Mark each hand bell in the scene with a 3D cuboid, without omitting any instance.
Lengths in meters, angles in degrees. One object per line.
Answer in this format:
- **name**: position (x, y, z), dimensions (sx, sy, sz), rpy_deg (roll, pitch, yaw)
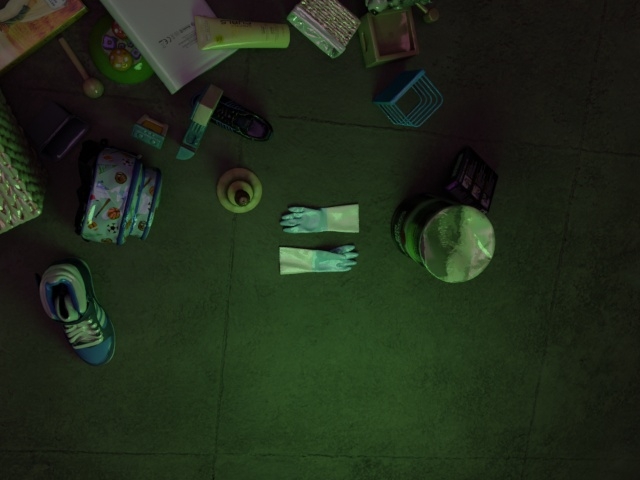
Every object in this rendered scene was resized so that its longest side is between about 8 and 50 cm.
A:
- **hand bell**: position (-0.205, -0.115, 1.590), dimensions (0.126, 0.242, 0.126), rpy_deg (-2, 102, -9)

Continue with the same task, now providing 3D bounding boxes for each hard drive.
- **hard drive**: position (-0.390, -0.565, 1.518), dimensions (0.233, 0.047, 0.353), rpy_deg (-46, 107, -33)

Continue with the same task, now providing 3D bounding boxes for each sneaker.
- **sneaker**: position (-0.630, 0.208, 1.585), dimensions (0.130, 0.236, 0.323), rpy_deg (-13, 102, -6)
- **sneaker**: position (-0.230, -0.327, 1.622), dimensions (0.232, 0.090, 0.081), rpy_deg (21, 97, -13)

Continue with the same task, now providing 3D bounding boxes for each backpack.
- **backpack**: position (-0.507, -0.103, 1.533), dimensions (0.213, 0.263, 0.277), rpy_deg (8, 98, -11)

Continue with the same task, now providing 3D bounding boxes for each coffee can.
- **coffee can**: position (0.324, -0.016, 1.676), dimensions (0.201, 0.275, 0.202), rpy_deg (-2, 101, -9)

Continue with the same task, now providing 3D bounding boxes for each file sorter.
- **file sorter**: position (0.234, -0.375, 1.649), dimensions (0.118, 0.170, 0.104), rpy_deg (-45, 106, 1)

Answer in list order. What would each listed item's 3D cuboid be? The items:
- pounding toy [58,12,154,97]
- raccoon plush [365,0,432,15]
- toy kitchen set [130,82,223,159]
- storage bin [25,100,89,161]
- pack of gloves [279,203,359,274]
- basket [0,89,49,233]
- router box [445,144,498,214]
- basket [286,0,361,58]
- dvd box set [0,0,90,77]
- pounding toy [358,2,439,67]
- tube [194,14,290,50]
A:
- **pounding toy**: position (-0.516, -0.474, 1.539), dimensions (0.236, 0.110, 0.183), rpy_deg (-26, 103, -4)
- **raccoon plush**: position (0.170, -0.770, 1.459), dimensions (0.299, 0.216, 0.447), rpy_deg (23, 116, 17)
- **toy kitchen set**: position (-0.368, -0.306, 1.547), dimensions (0.166, 0.122, 0.207), rpy_deg (25, 124, -12)
- **storage bin**: position (-0.671, -0.281, 1.568), dimensions (0.091, 0.098, 0.135), rpy_deg (44, 92, 14)
- **pack of gloves**: position (0.000, 0.000, 1.746), dimensions (0.232, 0.046, 0.195), rpy_deg (-3, 102, -9)
- **basket**: position (-0.824, -0.179, 1.415), dimensions (0.266, 0.331, 0.328), rpy_deg (-25, 118, -9)
- **router box**: position (0.426, -0.165, 1.726), dimensions (0.133, 0.179, 0.046), rpy_deg (42, 135, -14)
- **basket**: position (0.010, -0.570, 1.604), dimensions (0.167, 0.113, 0.103), rpy_deg (36, 91, -14)
- **dvd box set**: position (-0.829, -0.567, 1.495), dimensions (0.420, 0.062, 0.308), rpy_deg (-36, 104, -1)
- **pounding toy**: position (0.208, -0.576, 1.650), dimensions (0.206, 0.094, 0.181), rpy_deg (-15, 98, -16)
- **tube**: position (-0.198, -0.525, 1.576), dimensions (0.240, 0.070, 0.062), rpy_deg (-5, 131, -22)
